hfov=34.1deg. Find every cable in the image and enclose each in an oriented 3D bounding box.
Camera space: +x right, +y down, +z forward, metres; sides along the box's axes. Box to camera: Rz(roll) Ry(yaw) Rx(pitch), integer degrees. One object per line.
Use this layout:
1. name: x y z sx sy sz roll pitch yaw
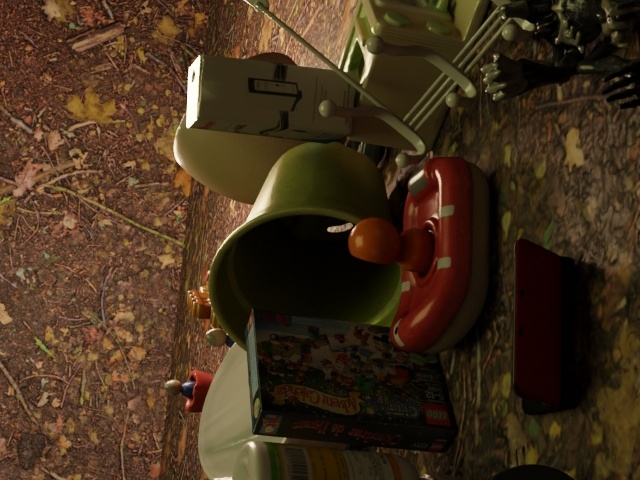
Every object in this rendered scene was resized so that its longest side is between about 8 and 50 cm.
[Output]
1. cable: 0.076 -0.175 1.627 0.150 0.047 0.185 -129 47 -76

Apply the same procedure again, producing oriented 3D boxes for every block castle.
1. block castle: -0.151 0.231 1.892 0.453 0.212 0.303 -143 63 -73

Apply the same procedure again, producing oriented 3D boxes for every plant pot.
1. plant pot: -0.095 -0.170 1.889 0.191 0.284 0.284 48 139 22
2. plant pot: 0.000 0.000 1.453 0.254 0.276 0.276 -82 10 -54

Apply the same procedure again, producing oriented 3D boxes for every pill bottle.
1. pill bottle: 0.031 0.297 1.135 0.136 0.245 0.136 -171 90 -75

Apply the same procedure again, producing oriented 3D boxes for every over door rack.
1. over door rack: 0.055 -0.268 1.211 0.108 0.324 0.239 -34 -11 -49

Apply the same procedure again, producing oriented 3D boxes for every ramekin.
1. ramekin: -0.056 0.258 1.558 0.273 0.127 0.273 -37 37 35

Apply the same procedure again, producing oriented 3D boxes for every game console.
1. game console: 0.191 0.084 0.976 0.124 0.085 0.144 141 136 -68

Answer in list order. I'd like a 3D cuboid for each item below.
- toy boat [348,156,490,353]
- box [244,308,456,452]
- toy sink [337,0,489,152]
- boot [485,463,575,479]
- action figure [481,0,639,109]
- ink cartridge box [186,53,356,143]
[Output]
1. toy boat: 0.105 0.013 1.201 0.151 0.151 0.231 135 141 -66
2. box: 0.032 0.164 1.227 0.159 0.233 0.044 -100 24 -49
3. toy sink: 0.108 -0.259 1.374 0.153 0.131 0.234 -102 25 -51
4. boot: 0.130 0.366 0.971 0.348 0.131 0.260 -61 -9 -7
5. action figure: 0.220 -0.205 0.935 0.276 0.140 0.164 -129 38 -68
6. ink cartridge box: -0.070 -0.184 1.378 0.148 0.203 0.086 -176 90 -78
